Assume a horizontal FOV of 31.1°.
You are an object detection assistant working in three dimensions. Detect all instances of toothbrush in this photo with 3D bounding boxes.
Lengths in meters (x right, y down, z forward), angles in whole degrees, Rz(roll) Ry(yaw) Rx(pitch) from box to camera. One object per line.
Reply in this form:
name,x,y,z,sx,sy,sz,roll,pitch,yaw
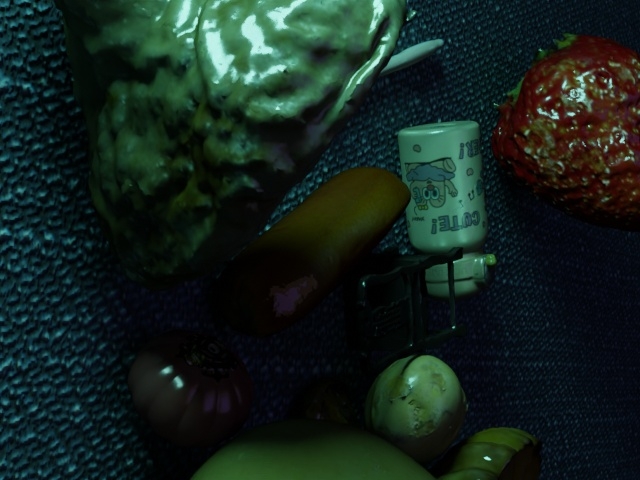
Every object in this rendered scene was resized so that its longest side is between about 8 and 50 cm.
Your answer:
toothbrush,0.069,-0.198,1.305,0.307,0.025,0.029,-33,109,-52

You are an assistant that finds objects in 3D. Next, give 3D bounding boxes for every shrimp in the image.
shrimp,0.043,0.263,1.220,0.117,0.066,0.262,-51,132,-44

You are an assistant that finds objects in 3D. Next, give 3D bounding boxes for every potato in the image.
potato,0.101,0.183,1.245,0.178,0.118,0.109,75,-11,-70

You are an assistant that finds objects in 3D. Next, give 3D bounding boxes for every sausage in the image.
sausage,0.000,0.000,1.139,0.300,0.089,0.083,-45,118,-48

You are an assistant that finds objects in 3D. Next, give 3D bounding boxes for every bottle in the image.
bottle,0.155,-0.033,1.354,0.097,0.110,0.209,-21,106,-55

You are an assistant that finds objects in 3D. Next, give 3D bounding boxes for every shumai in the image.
shumai,-0.124,-0.132,0.865,0.262,0.314,0.267,33,19,-14

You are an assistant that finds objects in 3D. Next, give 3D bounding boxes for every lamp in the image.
lamp,-0.108,0.123,0.960,0.107,0.107,0.092,-23,148,-55

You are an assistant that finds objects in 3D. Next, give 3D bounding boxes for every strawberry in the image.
strawberry,0.370,-0.127,1.536,0.277,0.257,0.257,54,28,19

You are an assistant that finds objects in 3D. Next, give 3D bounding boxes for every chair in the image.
chair,0.061,0.070,1.209,0.229,0.113,0.106,-11,98,-54

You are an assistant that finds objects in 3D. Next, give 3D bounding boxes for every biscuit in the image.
biscuit,0.153,0.358,1.300,0.326,0.107,0.325,-43,145,-42

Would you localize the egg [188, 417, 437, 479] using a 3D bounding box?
egg,0.011,0.328,0.952,0.301,0.301,0.373,-38,121,-51
